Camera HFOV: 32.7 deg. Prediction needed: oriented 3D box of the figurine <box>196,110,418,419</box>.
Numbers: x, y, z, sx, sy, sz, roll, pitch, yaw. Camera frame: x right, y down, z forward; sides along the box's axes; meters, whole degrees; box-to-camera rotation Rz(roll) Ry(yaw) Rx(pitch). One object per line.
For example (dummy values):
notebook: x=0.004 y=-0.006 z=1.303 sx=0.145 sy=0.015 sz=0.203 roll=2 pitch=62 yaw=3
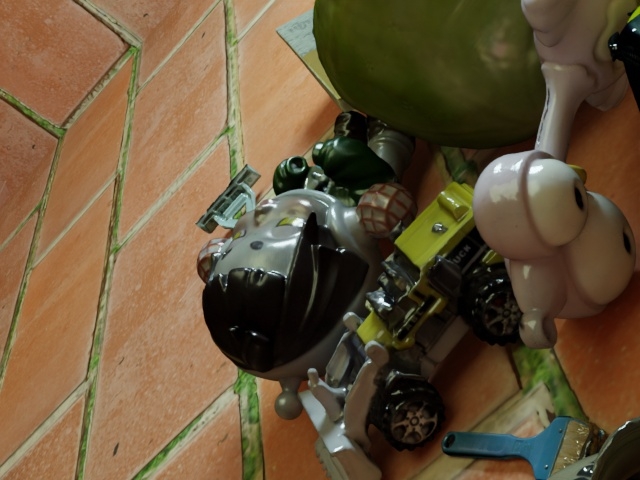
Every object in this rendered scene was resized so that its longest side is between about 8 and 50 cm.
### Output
figurine: x=0.000 y=0.000 z=1.099 sx=0.281 sy=0.167 sz=0.370 roll=-18 pitch=34 yaw=40

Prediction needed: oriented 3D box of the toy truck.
toy truck: x=0.068 y=0.082 z=0.920 sx=0.286 sy=0.111 sz=0.136 roll=-53 pitch=26 yaw=7

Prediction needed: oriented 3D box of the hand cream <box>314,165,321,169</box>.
hand cream: x=-0.034 y=-0.021 z=1.330 sx=0.224 sy=0.048 sz=0.083 roll=-50 pitch=22 yaw=20

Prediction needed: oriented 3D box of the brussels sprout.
brussels sprout: x=0.136 y=-0.243 z=1.031 sx=0.328 sy=0.328 sz=0.247 roll=-57 pitch=1 yaw=-7

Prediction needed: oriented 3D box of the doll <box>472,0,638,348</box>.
doll: x=0.187 y=-0.090 z=0.826 sx=0.094 sy=0.160 sz=0.365 roll=-4 pitch=64 yaw=34

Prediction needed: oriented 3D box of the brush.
brush: x=0.144 y=0.154 z=0.808 sx=0.164 sy=0.014 sz=0.051 roll=-13 pitch=45 yaw=57

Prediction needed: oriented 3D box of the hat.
hat: x=0.159 y=0.149 z=0.629 sx=0.085 sy=0.175 sz=0.147 roll=19 pitch=65 yaw=29

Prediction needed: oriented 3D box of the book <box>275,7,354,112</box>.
book: x=0.097 y=-0.272 z=1.322 sx=0.269 sy=0.032 sz=0.389 roll=-28 pitch=26 yaw=-2

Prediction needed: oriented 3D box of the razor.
razor: x=-0.098 y=-0.017 z=1.392 sx=0.111 sy=0.056 sz=0.278 roll=-48 pitch=18 yaw=5

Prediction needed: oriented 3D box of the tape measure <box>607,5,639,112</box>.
tape measure: x=0.300 y=-0.133 z=0.750 sx=0.186 sy=0.112 sz=0.199 roll=-26 pitch=23 yaw=-5
